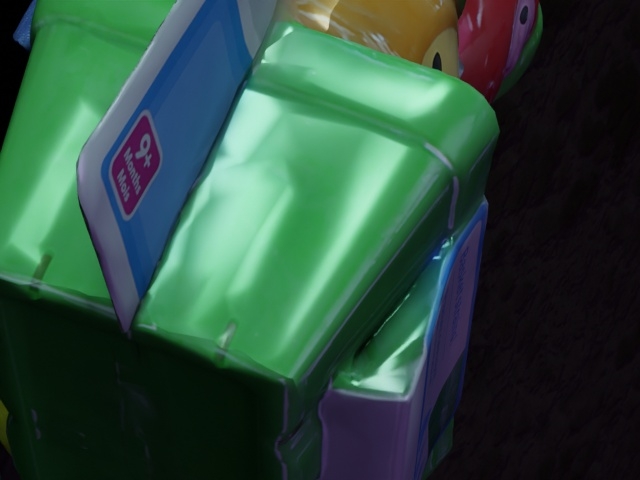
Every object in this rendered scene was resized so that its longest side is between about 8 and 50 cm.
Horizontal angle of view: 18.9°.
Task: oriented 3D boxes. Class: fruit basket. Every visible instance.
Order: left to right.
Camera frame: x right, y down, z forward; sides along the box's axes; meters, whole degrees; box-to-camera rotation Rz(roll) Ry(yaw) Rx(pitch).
[{"bbox_3d":[0.019,-0.048,0.710,0.353,0.165,0.327,-55,162,-31],"label":"fruit basket"}]

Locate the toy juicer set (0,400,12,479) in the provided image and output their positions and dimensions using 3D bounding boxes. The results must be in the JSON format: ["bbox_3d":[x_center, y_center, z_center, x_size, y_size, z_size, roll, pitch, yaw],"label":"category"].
[{"bbox_3d":[-0.164,0.129,0.714,0.329,0.089,0.209,2,66,-55],"label":"toy juicer set"}]

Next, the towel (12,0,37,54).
[{"bbox_3d":[-0.021,-0.119,0.810,0.209,0.034,0.285,-59,164,-3],"label":"towel"}]
